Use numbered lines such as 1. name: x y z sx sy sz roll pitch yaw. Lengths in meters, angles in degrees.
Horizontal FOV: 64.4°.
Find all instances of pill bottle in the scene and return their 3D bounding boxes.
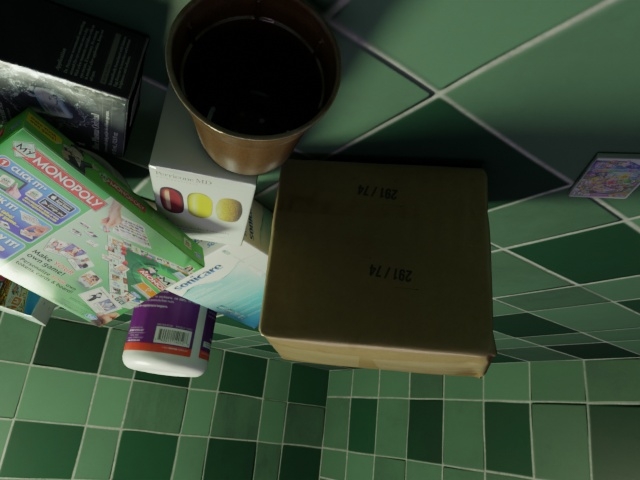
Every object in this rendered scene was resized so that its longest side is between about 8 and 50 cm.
1. pill bottle: -0.323 0.137 1.156 0.182 0.322 0.181 6 159 2

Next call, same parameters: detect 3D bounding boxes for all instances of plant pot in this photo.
1. plant pot: -0.077 -0.156 0.560 0.167 0.166 0.165 10 167 -9

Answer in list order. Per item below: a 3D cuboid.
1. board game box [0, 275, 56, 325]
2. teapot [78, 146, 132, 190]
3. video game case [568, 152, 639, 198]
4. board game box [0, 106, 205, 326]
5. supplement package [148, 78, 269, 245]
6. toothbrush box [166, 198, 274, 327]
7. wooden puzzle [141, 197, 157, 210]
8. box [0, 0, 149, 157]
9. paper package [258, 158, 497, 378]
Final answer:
1. board game box: -0.619 0.001 0.954 0.304 0.223 0.097 20 156 -5
2. teapot: -0.408 -0.063 0.819 0.256 0.252 0.187 -2 142 -29
3. video game case: 0.438 -0.095 0.762 0.087 0.011 0.122 3 159 8
4. board game box: -0.345 -0.006 0.703 0.214 0.046 0.317 -29 136 12
5. supplement package: -0.163 -0.100 0.749 0.139 0.133 0.244 9 159 -10
6. toothbrush box: -0.154 0.050 1.048 0.216 0.126 0.296 -28 143 23
7. wooden puzzle: -0.483 -0.056 1.087 0.221 0.044 0.239 19 156 -29
8. box: -0.303 -0.190 0.612 0.159 0.093 0.156 15 158 -18
9. paper package: 0.092 0.039 0.796 0.325 0.309 0.168 3 157 8
